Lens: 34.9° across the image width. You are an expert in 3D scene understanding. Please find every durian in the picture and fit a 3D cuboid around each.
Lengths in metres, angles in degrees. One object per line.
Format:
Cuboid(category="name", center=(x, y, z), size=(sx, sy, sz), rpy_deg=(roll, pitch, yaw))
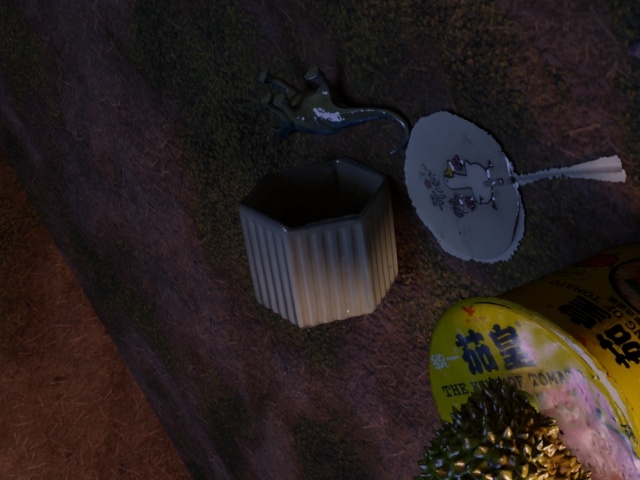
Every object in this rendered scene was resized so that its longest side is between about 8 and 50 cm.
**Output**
Cuboid(category="durian", center=(0.198, 0.275, 1.055), size=(0.237, 0.176, 0.200), rpy_deg=(57, 171, -11))

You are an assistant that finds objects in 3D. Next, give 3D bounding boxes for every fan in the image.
Cuboid(category="fan", center=(0.240, -0.078, 1.364), size=(0.414, 0.012, 0.233), rpy_deg=(-9, 107, 58))

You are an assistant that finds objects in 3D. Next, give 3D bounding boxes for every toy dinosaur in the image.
Cuboid(category="toy dinosaur", center=(-0.011, -0.205, 1.597), size=(0.147, 0.077, 0.362), rpy_deg=(37, 162, -34))

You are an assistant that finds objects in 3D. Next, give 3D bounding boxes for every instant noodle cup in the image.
Cuboid(category="instant noodle cup", center=(0.323, 0.162, 1.182), size=(0.325, 0.254, 0.326), rpy_deg=(36, 139, 38))

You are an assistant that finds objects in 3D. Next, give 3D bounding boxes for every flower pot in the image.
Cuboid(category="flower pot", center=(0.000, 0.000, 1.604), size=(0.209, 0.239, 0.190), rpy_deg=(-110, 11, -60))

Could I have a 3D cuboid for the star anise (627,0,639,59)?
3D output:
Cuboid(category="star anise", center=(0.390, -0.197, 0.956), size=(0.236, 0.093, 0.229), rpy_deg=(52, 161, 6))
